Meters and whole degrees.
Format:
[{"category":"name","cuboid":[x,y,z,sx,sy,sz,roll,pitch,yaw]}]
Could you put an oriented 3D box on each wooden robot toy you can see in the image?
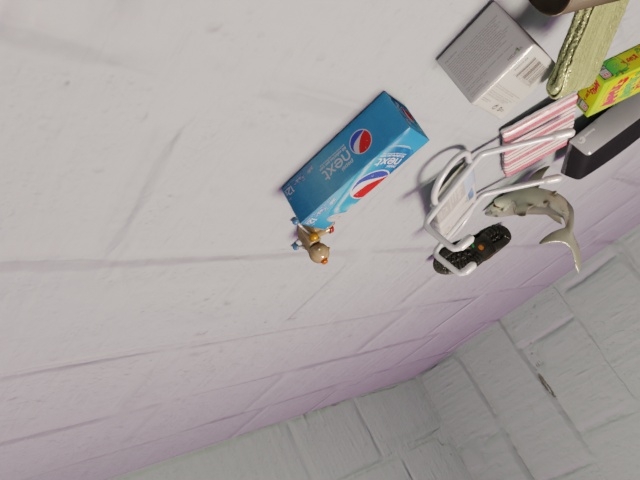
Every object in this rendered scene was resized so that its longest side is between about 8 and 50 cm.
[{"category":"wooden robot toy","cuboid":[0.000,0.000,0.917,0.076,0.079,0.173,-22,155,-13]}]

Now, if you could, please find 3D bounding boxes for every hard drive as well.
[{"category":"hard drive","cuboid":[0.627,-0.237,1.114,0.255,0.054,0.172,-37,155,3]}]

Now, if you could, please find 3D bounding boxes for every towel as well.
[{"category":"towel","cuboid":[0.413,-0.201,1.025,0.144,0.029,0.197,-30,155,9]},{"category":"towel","cuboid":[0.340,-0.258,0.675,0.110,0.027,0.148,-24,136,-34]}]

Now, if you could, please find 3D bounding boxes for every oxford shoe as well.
[{"category":"oxford shoe","cuboid":[0.392,0.042,1.407,0.227,0.083,0.096,-20,159,-15]}]

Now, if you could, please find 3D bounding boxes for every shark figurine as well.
[{"category":"shark figurine","cuboid":[0.501,-0.053,1.156,0.166,0.278,0.116,-44,116,5]}]

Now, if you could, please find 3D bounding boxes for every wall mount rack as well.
[{"category":"wall mount rack","cuboid":[0.338,-0.085,1.052,0.304,0.130,0.350,-49,156,-2]}]

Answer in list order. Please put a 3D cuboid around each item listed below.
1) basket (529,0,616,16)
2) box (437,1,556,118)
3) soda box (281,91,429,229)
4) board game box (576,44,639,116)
[{"category":"basket","cuboid":[0.322,-0.332,0.530,0.227,0.154,0.204,-22,123,1]},{"category":"box","cuboid":[0.232,-0.231,0.701,0.101,0.087,0.102,3,142,-50]},{"category":"soda box","cuboid":[0.046,-0.107,0.766,0.210,0.071,0.067,-40,153,24]},{"category":"board game box","cuboid":[0.559,-0.301,0.961,0.181,0.043,0.092,-26,156,-5]}]
